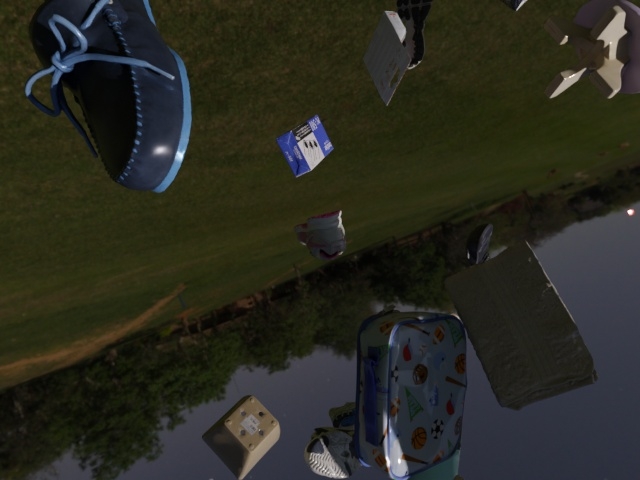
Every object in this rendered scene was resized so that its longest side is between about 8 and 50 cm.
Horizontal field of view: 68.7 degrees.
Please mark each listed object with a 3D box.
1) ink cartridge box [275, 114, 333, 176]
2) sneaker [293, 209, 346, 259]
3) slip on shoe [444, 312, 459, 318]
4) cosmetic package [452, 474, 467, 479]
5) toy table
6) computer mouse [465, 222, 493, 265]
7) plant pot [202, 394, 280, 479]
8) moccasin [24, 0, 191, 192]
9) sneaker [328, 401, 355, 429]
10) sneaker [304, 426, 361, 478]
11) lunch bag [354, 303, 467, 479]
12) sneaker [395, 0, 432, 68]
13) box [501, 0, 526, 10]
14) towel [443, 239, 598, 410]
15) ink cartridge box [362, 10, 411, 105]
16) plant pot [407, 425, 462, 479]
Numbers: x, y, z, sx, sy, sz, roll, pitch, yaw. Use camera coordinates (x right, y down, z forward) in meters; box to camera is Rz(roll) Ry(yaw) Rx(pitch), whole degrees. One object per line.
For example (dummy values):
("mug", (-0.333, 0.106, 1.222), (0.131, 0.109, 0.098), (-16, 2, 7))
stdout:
("ink cartridge box", (-0.032, -0.230, 1.115), (0.046, 0.097, 0.207), (-21, -163, 24))
("sneaker", (0.000, 0.000, 1.202), (0.103, 0.111, 0.252), (-15, 177, -11))
("slip on shoe", (0.297, 0.309, 1.315), (0.331, 0.101, 0.123), (-28, 154, -40))
("cosmetic package", (0.359, 0.740, 1.079), (0.284, 0.097, 0.377), (-47, -175, -17))
("toy table", (0.681, -0.466, 1.150), (0.161, 0.274, 0.252), (-18, 146, -20))
("computer mouse", (0.481, 0.054, 1.511), (0.184, 0.060, 0.262), (-52, 151, -14))
("plant pot", (-0.136, 0.350, 0.864), (0.109, 0.109, 0.096), (-37, 164, -41))
("moccasin", (-0.229, -0.182, 0.464), (0.117, 0.342, 0.137), (11, 129, -48))
("sneaker", (0.111, 0.459, 1.262), (0.191, 0.071, 0.083), (1, -173, -20))
("sneaker", (0.012, 0.459, 1.020), (0.153, 0.094, 0.235), (-24, 161, 34))
("lunch bag", (0.166, 0.275, 0.890), (0.243, 0.303, 0.115), (1, 178, -37))
("sneaker", (0.269, -0.663, 1.406), (0.107, 0.279, 0.118), (8, -159, 2))
("box", (0.440, -0.774, 1.229), (0.076, 0.242, 0.307), (-44, 157, 16))
("towel", (0.371, 0.161, 0.891), (0.187, 0.282, 0.049), (-30, 158, 20))
("ink cartridge box", (0.175, -0.450, 1.160), (0.045, 0.179, 0.145), (-8, 151, -25))
("plant pot", (0.316, 0.660, 1.479), (0.234, 0.165, 0.166), (6, -170, 17))
